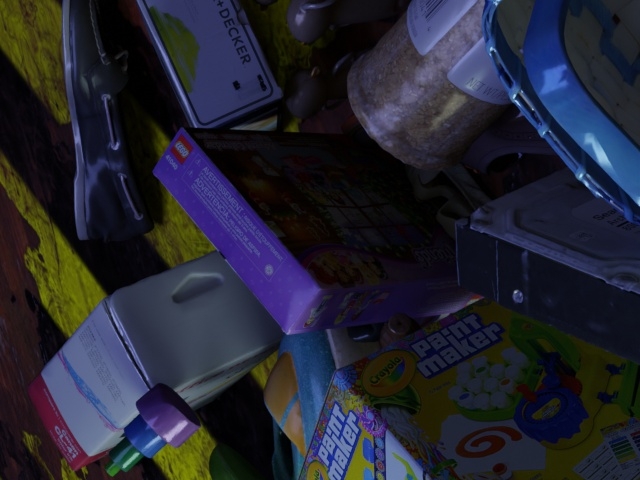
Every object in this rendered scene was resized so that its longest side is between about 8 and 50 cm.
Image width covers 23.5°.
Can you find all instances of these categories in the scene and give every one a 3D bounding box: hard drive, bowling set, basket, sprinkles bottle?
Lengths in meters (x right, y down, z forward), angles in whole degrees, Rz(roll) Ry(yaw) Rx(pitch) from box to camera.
[{"bbox_3d":[0.291,0.017,1.063,0.339,0.237,0.064,24,128,47],"label":"hard drive"},{"bbox_3d":[-0.008,-0.260,1.384,0.200,0.154,0.287,46,141,25],"label":"bowling set"},{"bbox_3d":[0.216,-0.104,0.934,0.201,0.289,0.255,-25,123,35],"label":"basket"},{"bbox_3d":[0.162,-0.199,1.143,0.355,0.121,0.121,-45,71,39],"label":"sprinkles bottle"}]

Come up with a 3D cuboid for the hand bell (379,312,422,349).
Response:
[{"bbox_3d":[0.078,0.114,1.396,0.126,0.126,0.242,52,169,22],"label":"hand bell"}]

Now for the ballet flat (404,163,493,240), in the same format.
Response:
[{"bbox_3d":[0.119,-0.043,1.432,0.168,0.052,0.057,47,142,28],"label":"ballet flat"}]

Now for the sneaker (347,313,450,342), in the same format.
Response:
[{"bbox_3d":[0.000,0.000,1.558,0.283,0.124,0.107,38,137,37],"label":"sneaker"}]

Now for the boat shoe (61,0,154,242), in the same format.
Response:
[{"bbox_3d":[-0.257,-0.156,1.876,0.112,0.095,0.335,-99,8,-65],"label":"boat shoe"}]

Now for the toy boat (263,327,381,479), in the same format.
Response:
[{"bbox_3d":[0.009,0.218,1.586,0.318,0.148,0.267,-120,25,-56],"label":"toy boat"}]

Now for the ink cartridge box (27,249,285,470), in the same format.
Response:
[{"bbox_3d":[-0.185,0.135,1.808,0.131,0.226,0.306,61,147,7],"label":"ink cartridge box"}]

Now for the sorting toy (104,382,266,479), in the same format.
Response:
[{"bbox_3d":[-0.090,0.317,1.632,0.365,0.126,0.127,46,-177,-14],"label":"sorting toy"}]

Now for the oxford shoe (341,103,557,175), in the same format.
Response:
[{"bbox_3d":[0.118,-0.097,1.366,0.271,0.097,0.098,-7,108,55],"label":"oxford shoe"}]

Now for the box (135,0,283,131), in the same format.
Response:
[{"bbox_3d":[-0.110,-0.178,1.521,0.290,0.087,0.169,145,100,-86],"label":"box"}]

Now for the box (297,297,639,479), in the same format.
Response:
[{"bbox_3d":[0.186,0.197,1.268,0.279,0.290,0.177,48,143,27],"label":"box"}]

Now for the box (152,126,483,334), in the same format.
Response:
[{"bbox_3d":[0.015,-0.015,1.384,0.201,0.293,0.057,49,118,24],"label":"box"}]
